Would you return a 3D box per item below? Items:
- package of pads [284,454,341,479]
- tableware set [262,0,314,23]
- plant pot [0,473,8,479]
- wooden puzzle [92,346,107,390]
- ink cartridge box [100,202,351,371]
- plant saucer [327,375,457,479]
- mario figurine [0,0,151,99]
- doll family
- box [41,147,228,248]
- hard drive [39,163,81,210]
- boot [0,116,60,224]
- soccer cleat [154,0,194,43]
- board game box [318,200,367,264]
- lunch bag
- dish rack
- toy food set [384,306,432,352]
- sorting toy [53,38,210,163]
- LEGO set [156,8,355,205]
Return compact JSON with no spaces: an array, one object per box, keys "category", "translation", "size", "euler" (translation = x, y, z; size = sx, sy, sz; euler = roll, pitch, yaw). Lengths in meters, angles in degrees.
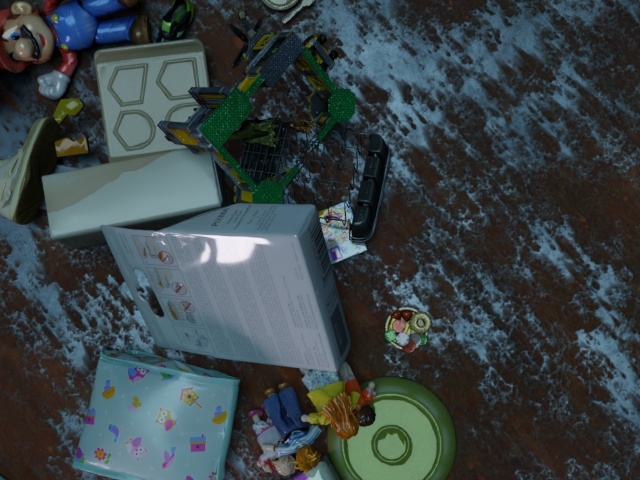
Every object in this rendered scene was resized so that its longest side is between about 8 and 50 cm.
[{"category":"package of pads","translation":[-0.055,0.565,1.414],"size":[0.296,0.101,0.229],"euler":[-32,81,2]},{"category":"tableware set","translation":[-0.036,-0.530,1.551],"size":[0.194,0.039,0.128],"euler":[-37,94,7]},{"category":"plant pot","translation":[-0.740,0.589,1.380],"size":[0.341,0.341,0.334],"euler":[29,96,7]},{"category":"wooden puzzle","translation":[-0.415,0.267,1.497],"size":[0.014,0.078,0.116],"euler":[14,93,-25]},{"category":"ink cartridge box","translation":[-0.159,0.078,1.384],"size":[0.385,0.308,0.091],"euler":[4,40,24]},{"category":"plant saucer","translation":[0.130,0.371,1.447],"size":[0.241,0.037,0.241],"euler":[-1,84,5]},{"category":"mario figurine","translation":[-0.496,-0.392,1.516],"size":[0.321,0.170,0.198],"euler":[-14,85,2]},{"category":"doll family","translation":[-0.022,0.317,1.398],"size":[0.263,0.118,0.163],"euler":[-33,57,3]},{"category":"box","translation":[-0.335,-0.078,1.467],"size":[0.311,0.148,0.121],"euler":[-11,82,-3]},{"category":"hard drive","translation":[-0.509,-0.101,1.560],"size":[0.135,0.022,0.094],"euler":[11,86,7]},{"category":"boot","translation":[-0.605,-0.151,1.533],"size":[0.165,0.077,0.213],"euler":[17,88,23]},{"category":"soccer cleat","translation":[-0.301,-0.395,1.543],"size":[0.060,0.072,0.179],"euler":[22,87,7]},{"category":"board game box","translation":[0.000,0.000,1.500],"size":[0.154,0.026,0.103],"euler":[-22,83,3]},{"category":"lunch bag","translation":[-0.281,0.328,1.430],"size":[0.262,0.160,0.223],"euler":[10,85,12]},{"category":"dish rack","translation":[-0.017,-0.122,1.475],"size":[0.272,0.074,0.208],"euler":[10,71,10]},{"category":"toy food set","translation":[0.162,0.166,1.471],"size":[0.083,0.020,0.082],"euler":[19,87,6]},{"category":"sorting toy","translation":[-0.363,-0.256,1.523],"size":[0.307,0.041,0.229],"euler":[-7,98,-2]},{"category":"LEGO set","translation":[-0.119,-0.215,1.383],"size":[0.255,0.192,0.331],"euler":[39,76,-34]}]
